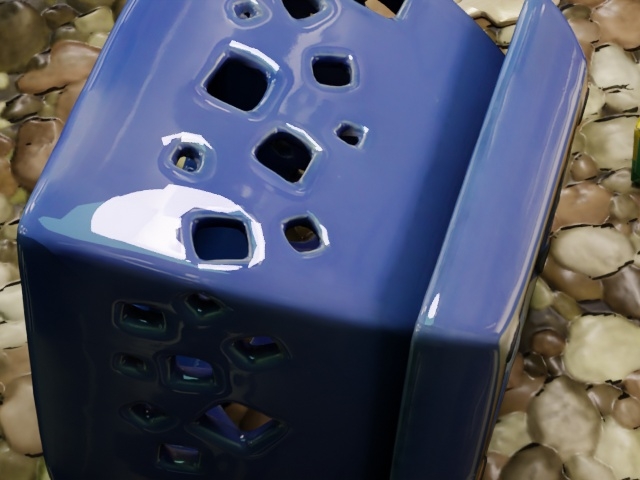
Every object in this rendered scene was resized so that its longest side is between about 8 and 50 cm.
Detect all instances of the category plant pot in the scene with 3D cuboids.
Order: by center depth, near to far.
[{"bbox_3d":[0.000,0.000,0.927,0.212,0.236,0.236,15,55,7],"label":"plant pot"}]

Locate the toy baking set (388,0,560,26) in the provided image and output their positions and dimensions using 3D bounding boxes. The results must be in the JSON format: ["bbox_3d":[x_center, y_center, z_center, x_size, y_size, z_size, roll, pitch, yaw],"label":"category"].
[{"bbox_3d":[0.009,-0.180,1.176,0.256,0.030,0.197,36,64,27],"label":"toy baking set"}]

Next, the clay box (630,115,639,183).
[{"bbox_3d":[0.268,-0.113,1.091,0.127,0.053,0.222,16,55,16],"label":"clay box"}]
